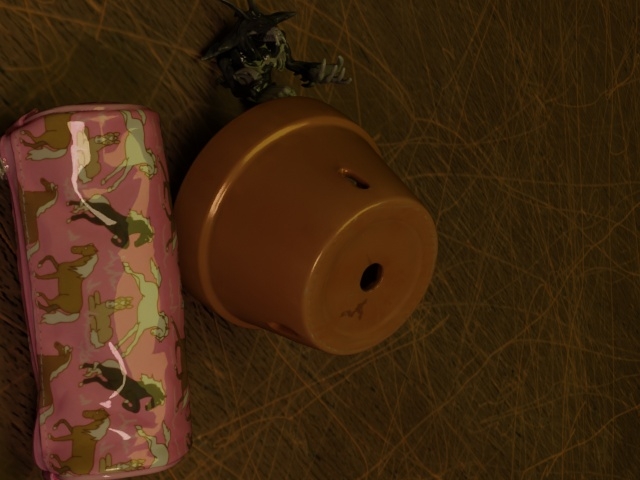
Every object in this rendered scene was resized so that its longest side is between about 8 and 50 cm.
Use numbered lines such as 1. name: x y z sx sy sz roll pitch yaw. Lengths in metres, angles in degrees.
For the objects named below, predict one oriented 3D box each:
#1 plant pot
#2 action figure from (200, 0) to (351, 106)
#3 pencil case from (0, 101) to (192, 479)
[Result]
1. plant pot: 0.000 0.000 1.328 0.291 0.203 0.291 -23 128 -32
2. action figure: -0.044 -0.191 1.434 0.164 0.141 0.276 -38 120 -36
3. pencil case: -0.226 0.055 1.147 0.160 0.167 0.386 -27 111 -78
